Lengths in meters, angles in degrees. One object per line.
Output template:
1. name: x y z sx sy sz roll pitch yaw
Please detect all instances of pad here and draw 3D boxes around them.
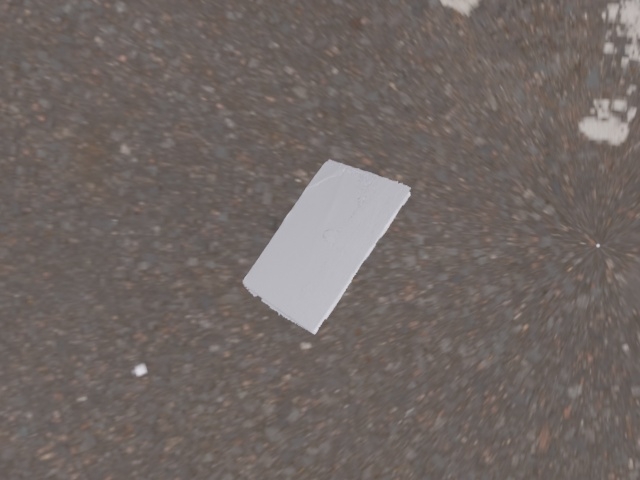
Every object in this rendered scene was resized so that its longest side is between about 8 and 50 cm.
1. pad: 0.000 0.000 1.253 0.004 0.232 0.156 36 87 -21
